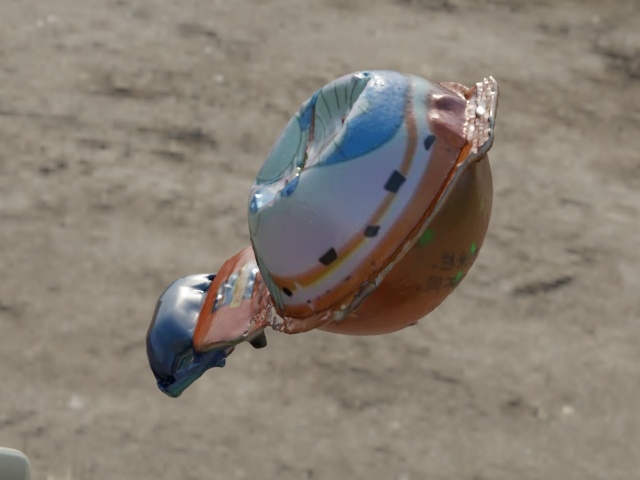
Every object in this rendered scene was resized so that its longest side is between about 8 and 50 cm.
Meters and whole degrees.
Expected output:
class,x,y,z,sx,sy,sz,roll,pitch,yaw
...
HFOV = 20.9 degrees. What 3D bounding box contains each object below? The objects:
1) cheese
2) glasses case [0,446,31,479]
class,x,y,z,sx,sy,sz,roll,pitch,yaw
cheese,0.000,0.000,1.178,0.129,0.329,0.217,39,37,-21
glasses case,-0.309,0.325,1.352,0.076,0.336,0.144,-5,-12,36
